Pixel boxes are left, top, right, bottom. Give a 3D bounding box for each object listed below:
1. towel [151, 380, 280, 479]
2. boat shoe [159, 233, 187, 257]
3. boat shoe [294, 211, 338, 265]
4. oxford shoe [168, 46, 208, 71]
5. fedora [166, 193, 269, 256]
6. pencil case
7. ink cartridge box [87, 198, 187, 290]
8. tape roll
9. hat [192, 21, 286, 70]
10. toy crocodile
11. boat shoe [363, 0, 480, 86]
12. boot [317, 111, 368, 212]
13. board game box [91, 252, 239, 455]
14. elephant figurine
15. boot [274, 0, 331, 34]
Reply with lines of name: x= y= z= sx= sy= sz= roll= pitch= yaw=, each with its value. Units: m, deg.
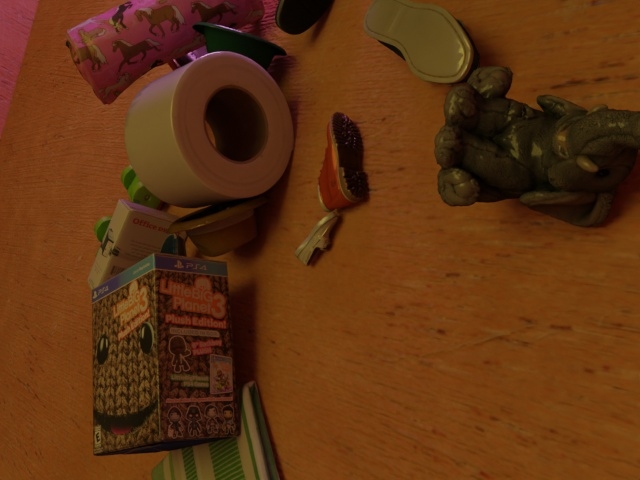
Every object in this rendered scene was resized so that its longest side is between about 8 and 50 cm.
towel: x=-0.177 y=0.412 z=1.190 sx=0.325 sy=0.038 sz=0.248 roll=-48 pitch=44 yaw=30
boat shoe: x=-0.272 y=0.079 z=1.402 sx=0.066 sy=0.066 sz=0.183 roll=-18 pitch=69 yaw=44
boat shoe: x=0.000 y=0.000 z=1.130 sx=0.035 sy=0.035 sz=0.100 roll=48 pitch=113 yaw=18
oxford shoe: x=-0.272 y=-0.453 z=1.562 sx=0.132 sy=0.130 sz=0.364 roll=-36 pitch=56 yaw=19
fedora: x=-0.172 y=-0.021 z=1.277 sx=0.194 sy=0.194 sz=0.079 roll=-5 pitch=107 yaw=50
pencil case: x=-0.294 y=-0.418 z=1.408 sx=0.386 sy=0.160 sz=0.167 roll=-31 pitch=42 yaw=-5
ink cartridge box: x=-0.374 y=0.028 z=1.489 sx=0.082 sy=0.139 sz=0.191 roll=33 pitch=102 yaw=53
tape roll: x=-0.191 y=-0.184 z=1.252 sx=0.169 sy=0.246 sz=0.246 roll=-7 pitch=71 yaw=50
hat: x=-0.164 y=-0.283 z=1.344 sx=0.173 sy=0.208 sz=0.184 roll=19 pitch=97 yaw=29
toy crocodile: x=-0.410 y=-0.058 z=1.612 sx=0.341 sy=0.105 sz=0.115 roll=-60 pitch=39 yaw=9
boat shoe: x=0.148 y=-0.273 z=1.008 sx=0.254 sy=0.079 sz=0.095 roll=44 pitch=113 yaw=52
boot: x=0.022 y=-0.121 z=1.126 sx=0.084 sy=0.059 sz=0.158 roll=-31 pitch=55 yaw=47
board game box: x=-0.267 y=0.197 z=1.211 sx=0.232 sy=0.141 sz=0.291 roll=-26 pitch=64 yaw=44
elephant figurine: x=0.253 y=-0.087 z=0.762 sx=0.239 sy=0.186 sz=0.169 roll=12 pitch=123 yaw=27
boot: x=-0.043 y=-0.486 z=1.323 sx=0.178 sy=0.085 sz=0.236 roll=26 pitch=90 yaw=54
